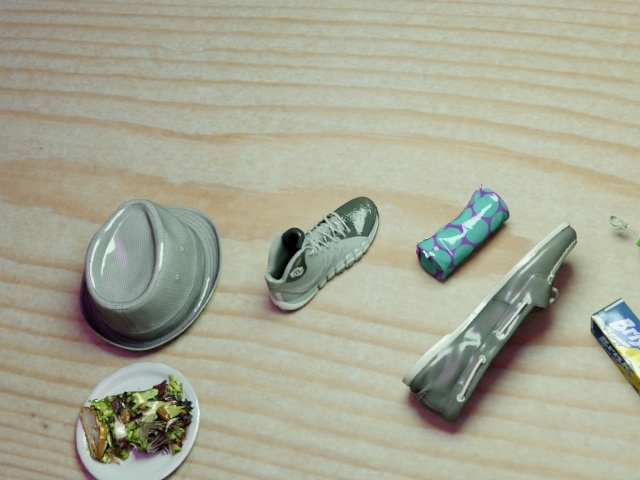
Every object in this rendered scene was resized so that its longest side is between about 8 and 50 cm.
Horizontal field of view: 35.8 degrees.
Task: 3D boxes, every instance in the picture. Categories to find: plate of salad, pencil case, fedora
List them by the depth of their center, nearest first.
[{"bbox_3d":[-0.280,0.274,1.498,0.200,0.048,0.200,-7,60,11],"label":"plate of salad"},{"bbox_3d":[0.215,-0.013,1.514,0.152,0.064,0.070,-41,76,-10],"label":"pencil case"},{"bbox_3d":[-0.289,0.033,1.587,0.244,0.124,0.275,4,63,16],"label":"fedora"}]

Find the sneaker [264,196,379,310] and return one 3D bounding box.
[{"bbox_3d":[0.000,0.000,1.524,0.086,0.132,0.228,35,76,28],"label":"sneaker"}]

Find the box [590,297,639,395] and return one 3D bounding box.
[{"bbox_3d":[0.441,0.164,1.360,0.054,0.059,0.169,-30,59,-4],"label":"box"}]

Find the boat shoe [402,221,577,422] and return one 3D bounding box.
[{"bbox_3d":[0.263,0.118,1.415,0.335,0.112,0.095,-44,78,-5],"label":"boat shoe"}]

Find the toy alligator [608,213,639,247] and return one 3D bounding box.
[{"bbox_3d":[0.500,0.020,1.432,0.051,0.056,0.189,-10,46,-41],"label":"toy alligator"}]
